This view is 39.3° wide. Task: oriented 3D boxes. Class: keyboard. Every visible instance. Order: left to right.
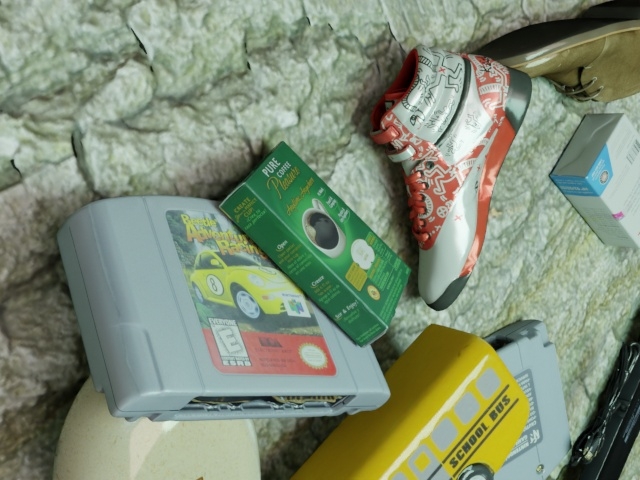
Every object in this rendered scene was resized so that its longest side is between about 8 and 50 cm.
[{"bbox_3d":[0.387,0.220,1.159,0.317,0.033,0.201,-62,145,-14],"label":"keyboard"}]

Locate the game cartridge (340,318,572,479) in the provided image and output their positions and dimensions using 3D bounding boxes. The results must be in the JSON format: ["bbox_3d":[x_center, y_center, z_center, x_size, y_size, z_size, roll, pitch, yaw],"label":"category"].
[{"bbox_3d":[0.164,0.233,1.025,0.297,0.062,0.198,-21,111,-30],"label":"game cartridge"}]

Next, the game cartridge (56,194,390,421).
[{"bbox_3d":[-0.074,0.056,0.768,0.294,0.060,0.196,10,45,-47],"label":"game cartridge"}]

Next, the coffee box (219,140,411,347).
[{"bbox_3d":[0.000,0.000,0.831,0.184,0.040,0.113,45,31,-9],"label":"coffee box"}]

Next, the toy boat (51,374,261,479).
[{"bbox_3d":[-0.196,0.215,0.743,0.318,0.148,0.267,-14,108,-40],"label":"toy boat"}]

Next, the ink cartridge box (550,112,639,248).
[{"bbox_3d":[0.379,-0.062,1.130,0.181,0.061,0.104,44,72,-29],"label":"ink cartridge box"}]

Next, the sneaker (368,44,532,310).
[{"bbox_3d":[0.110,-0.068,0.942,0.145,0.090,0.270,15,101,-14],"label":"sneaker"}]

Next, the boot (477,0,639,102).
[{"bbox_3d":[0.306,-0.206,1.047,0.305,0.112,0.115,-19,116,-33],"label":"boot"}]

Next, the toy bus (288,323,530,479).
[{"bbox_3d":[0.057,0.245,0.860,0.333,0.108,0.130,-45,116,-18],"label":"toy bus"}]
